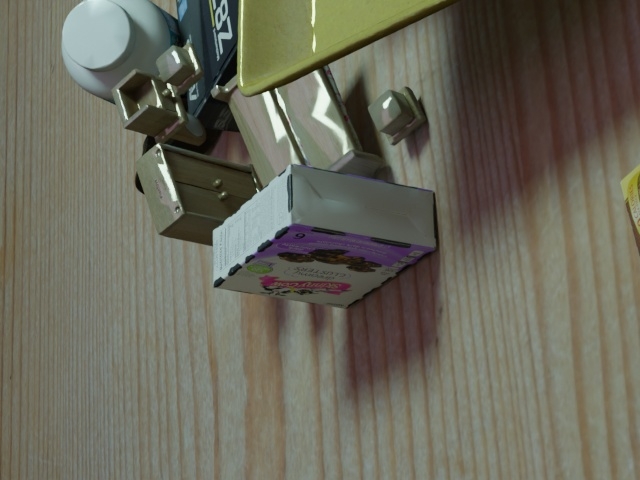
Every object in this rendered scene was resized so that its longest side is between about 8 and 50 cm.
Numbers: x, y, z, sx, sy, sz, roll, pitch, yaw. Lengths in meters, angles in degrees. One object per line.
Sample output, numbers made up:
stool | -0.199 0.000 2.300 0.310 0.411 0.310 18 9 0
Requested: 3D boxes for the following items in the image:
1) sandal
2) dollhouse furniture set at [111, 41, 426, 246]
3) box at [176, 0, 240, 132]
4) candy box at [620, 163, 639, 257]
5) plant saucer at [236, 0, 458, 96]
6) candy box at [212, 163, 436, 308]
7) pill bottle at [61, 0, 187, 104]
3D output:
sandal | -0.199 -0.137 2.193 0.219 0.090 0.060 120 169 -50
dollhouse furniture set | -0.031 -0.144 1.816 0.355 0.174 0.303 -37 60 28
box | -0.091 -0.386 2.007 0.318 0.097 0.395 127 142 -51
candy box | 0.302 -0.043 1.153 0.186 0.053 0.109 -50 41 49
plant saucer | 0.055 -0.320 1.456 0.333 0.081 0.332 -20 63 47
candy box | 0.000 0.000 1.627 0.196 0.165 0.070 -37 49 56
pill bottle | -0.255 -0.251 2.107 0.264 0.146 0.146 16 -99 -77
